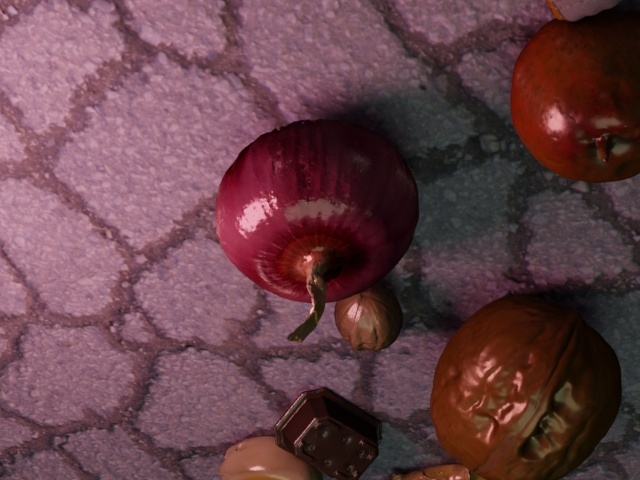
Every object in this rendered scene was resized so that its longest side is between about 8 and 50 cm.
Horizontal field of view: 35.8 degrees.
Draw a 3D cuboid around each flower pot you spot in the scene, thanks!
[{"bbox_3d":[0.028,0.458,2.254,0.251,0.084,0.179,35,99,-25],"label":"flower pot"}]

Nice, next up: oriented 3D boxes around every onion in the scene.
[{"bbox_3d":[0.009,-0.032,1.724,0.358,0.345,0.358,-24,144,-19],"label":"onion"}]

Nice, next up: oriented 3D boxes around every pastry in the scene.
[{"bbox_3d":[-0.116,0.575,2.376,0.265,0.133,0.265,2,132,2],"label":"pastry"}]

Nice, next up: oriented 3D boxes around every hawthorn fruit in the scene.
[{"bbox_3d":[0.435,-0.203,1.543,0.277,0.298,0.277,3,130,4],"label":"hawthorn fruit"}]

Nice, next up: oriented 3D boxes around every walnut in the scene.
[{"bbox_3d":[0.405,0.301,1.970,0.354,0.308,0.398,22,114,-4],"label":"walnut"},{"bbox_3d":[0.096,0.152,1.986,0.140,0.140,0.162,-7,161,9],"label":"walnut"}]

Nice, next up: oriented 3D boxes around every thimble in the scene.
[{"bbox_3d":[0.393,-0.410,1.473,0.151,0.127,0.118,-24,125,25],"label":"thimble"}]

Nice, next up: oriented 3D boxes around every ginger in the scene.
[{"bbox_3d":[0.292,0.596,2.416,0.294,0.086,0.131,-10,140,23],"label":"ginger"}]
